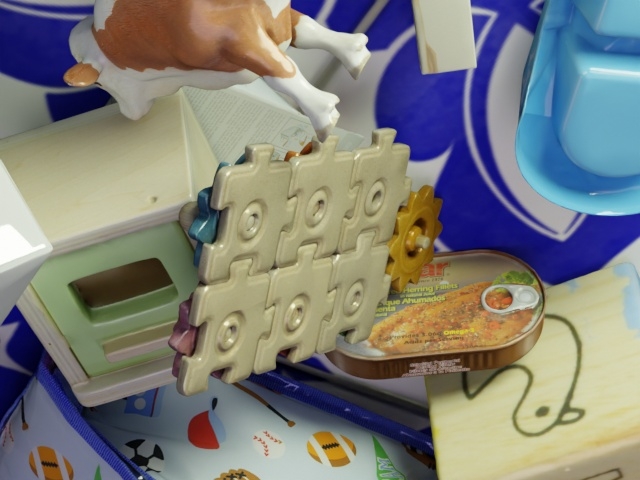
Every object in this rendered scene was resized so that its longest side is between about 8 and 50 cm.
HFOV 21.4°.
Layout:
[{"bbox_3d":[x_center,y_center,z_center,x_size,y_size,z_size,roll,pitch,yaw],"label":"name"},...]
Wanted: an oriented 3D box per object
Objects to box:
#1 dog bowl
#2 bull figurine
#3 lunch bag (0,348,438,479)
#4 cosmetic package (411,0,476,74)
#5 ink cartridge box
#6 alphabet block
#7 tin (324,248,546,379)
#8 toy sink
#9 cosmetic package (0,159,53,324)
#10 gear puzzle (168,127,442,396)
[{"bbox_3d":[0.232,-0.148,1.206,0.166,0.074,0.297,4,133,-8],"label":"dog bowl"},{"bbox_3d":[-0.041,-0.181,1.096,0.188,0.101,0.310,28,118,-2],"label":"bull figurine"},{"bbox_3d":[-0.123,0.273,1.492,0.385,0.239,0.328,26,128,-9],"label":"lunch bag"},{"bbox_3d":[0.082,-0.178,1.175,0.041,0.060,0.115,-7,133,4],"label":"cosmetic package"},{"bbox_3d":[-0.079,-0.073,1.288,0.179,0.045,0.145,17,131,-31],"label":"ink cartridge box"},{"bbox_3d":[0.215,0.167,1.434,0.197,0.192,0.193,-21,130,14],"label":"alphabet block"},{"bbox_3d":[0.089,0.060,1.379,0.189,0.106,0.040,-5,142,2],"label":"tin"},{"bbox_3d":[-0.131,0.026,1.253,0.152,0.131,0.234,-16,137,6],"label":"toy sink"},{"bbox_3d":[-0.342,0.030,1.170,0.155,0.197,0.365,-25,166,-35],"label":"cosmetic package"},{"bbox_3d":[0.000,0.000,1.233,0.044,0.339,0.175,20,107,30],"label":"gear puzzle"}]
